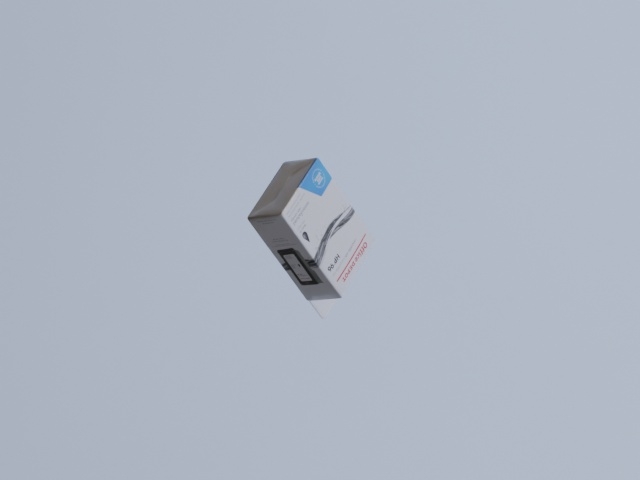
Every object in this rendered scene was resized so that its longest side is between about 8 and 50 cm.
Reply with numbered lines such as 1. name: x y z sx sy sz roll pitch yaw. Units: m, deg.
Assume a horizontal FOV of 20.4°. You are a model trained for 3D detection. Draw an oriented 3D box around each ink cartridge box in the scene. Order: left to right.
1. ink cartridge box: 0.000 0.000 1.008 0.028 0.083 0.048 -6 -139 42
